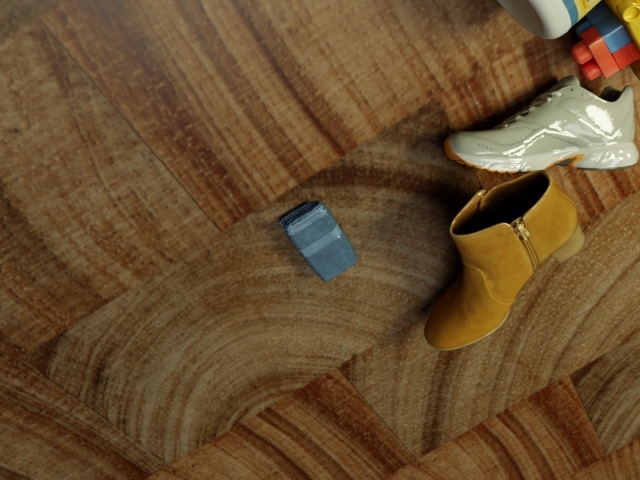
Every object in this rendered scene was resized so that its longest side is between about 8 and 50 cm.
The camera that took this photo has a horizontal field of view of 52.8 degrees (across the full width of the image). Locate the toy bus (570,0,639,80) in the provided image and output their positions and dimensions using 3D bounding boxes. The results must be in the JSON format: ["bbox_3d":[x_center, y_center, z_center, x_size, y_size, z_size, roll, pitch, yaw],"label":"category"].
[{"bbox_3d":[0.416,-0.259,0.773,0.211,0.149,0.220,-36,129,25],"label":"toy bus"}]

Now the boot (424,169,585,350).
[{"bbox_3d":[0.219,0.030,0.893,0.295,0.104,0.211,-41,140,17],"label":"boot"}]

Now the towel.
[{"bbox_3d":[0.000,0.000,0.887,0.067,0.029,0.119,-30,126,5],"label":"towel"}]

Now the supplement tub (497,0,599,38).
[{"bbox_3d":[0.272,-0.328,0.671,0.200,0.144,0.144,-43,124,14],"label":"supplement tub"}]

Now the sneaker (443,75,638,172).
[{"bbox_3d":[0.286,-0.152,0.843,0.263,0.099,0.120,-4,103,-10],"label":"sneaker"}]
